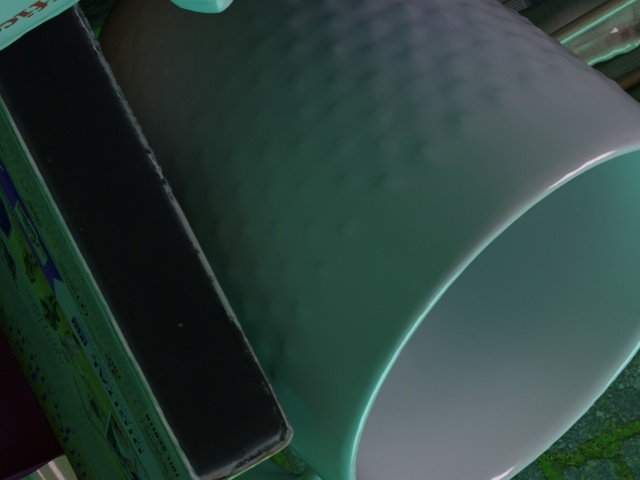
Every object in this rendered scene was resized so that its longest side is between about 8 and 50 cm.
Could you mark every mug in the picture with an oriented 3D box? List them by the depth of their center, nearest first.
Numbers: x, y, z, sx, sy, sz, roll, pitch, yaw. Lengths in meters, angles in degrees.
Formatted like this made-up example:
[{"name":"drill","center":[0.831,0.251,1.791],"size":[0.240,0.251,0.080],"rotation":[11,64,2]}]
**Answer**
[{"name":"mug","center":[0.000,0.000,0.917],"size":[0.276,0.328,0.374],"rotation":[-9,133,-46]}]

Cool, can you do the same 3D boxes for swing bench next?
[{"name":"swing bench","center":[0.197,-0.156,1.271],"size":[0.253,0.165,0.255],"rotation":[-30,145,11]}]

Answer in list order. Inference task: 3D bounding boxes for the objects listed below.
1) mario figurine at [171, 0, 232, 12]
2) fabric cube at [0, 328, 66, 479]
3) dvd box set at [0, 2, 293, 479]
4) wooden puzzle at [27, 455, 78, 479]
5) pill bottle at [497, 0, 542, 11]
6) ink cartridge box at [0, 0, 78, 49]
[{"name":"mario figurine","center":[0.036,-0.171,0.674],"size":[0.198,0.170,0.320],"rotation":[-63,177,10]},{"name":"fabric cube","center":[-0.388,0.122,1.047],"size":[0.258,0.254,0.259],"rotation":[-29,175,21]},{"name":"dvd box set","center":[-0.154,0.020,0.912],"size":[0.062,0.307,0.420],"rotation":[-26,174,-19]},{"name":"wooden puzzle","center":[-0.133,0.029,1.200],"size":[0.348,0.322,0.080],"rotation":[-29,-166,8]},{"name":"pill bottle","center":[0.237,-0.250,1.407],"size":[0.180,0.108,0.108],"rotation":[-28,175,16]},{"name":"ink cartridge box","center":[-0.183,-0.119,0.558],"size":[0.153,0.087,0.208],"rotation":[-29,175,13]}]
